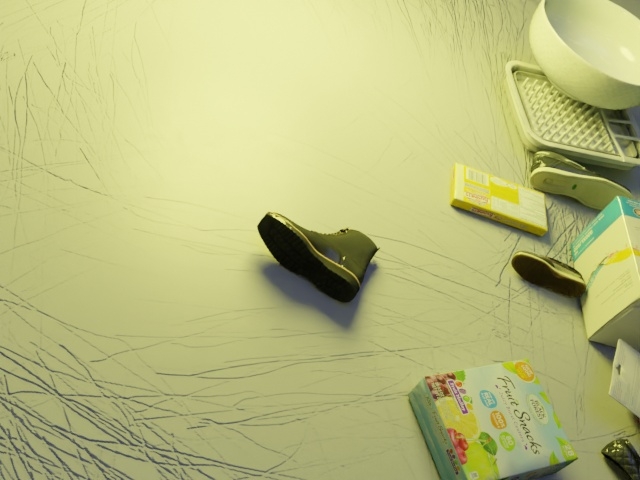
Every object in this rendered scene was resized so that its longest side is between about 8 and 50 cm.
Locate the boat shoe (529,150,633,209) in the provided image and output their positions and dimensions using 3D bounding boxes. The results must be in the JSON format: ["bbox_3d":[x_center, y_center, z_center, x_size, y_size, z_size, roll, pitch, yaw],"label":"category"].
[{"bbox_3d":[0.562,-0.131,1.547,0.233,0.084,0.079,18,50,-6],"label":"boat shoe"}]

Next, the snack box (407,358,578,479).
[{"bbox_3d":[0.262,0.283,1.103,0.207,0.070,0.174,-4,55,-28],"label":"snack box"}]

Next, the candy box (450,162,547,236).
[{"bbox_3d":[0.361,-0.083,1.460,0.206,0.027,0.105,19,51,-9],"label":"candy box"}]

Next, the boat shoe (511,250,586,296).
[{"bbox_3d":[0.430,0.057,1.368,0.152,0.056,0.049,27,38,-7],"label":"boat shoe"}]

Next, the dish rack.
[{"bbox_3d":[0.582,-0.281,1.681,0.333,0.072,0.285,9,52,-17],"label":"dish rack"}]

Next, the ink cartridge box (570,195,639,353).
[{"bbox_3d":[0.600,0.071,1.347,0.171,0.168,0.232,15,50,-11],"label":"ink cartridge box"}]

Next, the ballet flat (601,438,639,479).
[{"bbox_3d":[0.510,0.399,1.144,0.049,0.057,0.173,-28,60,7],"label":"ballet flat"}]

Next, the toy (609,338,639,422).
[{"bbox_3d":[0.583,0.295,1.242,0.237,0.056,0.137,35,45,-1],"label":"toy"}]

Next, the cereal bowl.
[{"bbox_3d":[0.627,-0.424,1.673,0.339,0.141,0.338,11,51,-14],"label":"cereal bowl"}]

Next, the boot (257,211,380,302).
[{"bbox_3d":[0.000,0.000,1.218,0.198,0.077,0.137,42,44,-6],"label":"boot"}]
